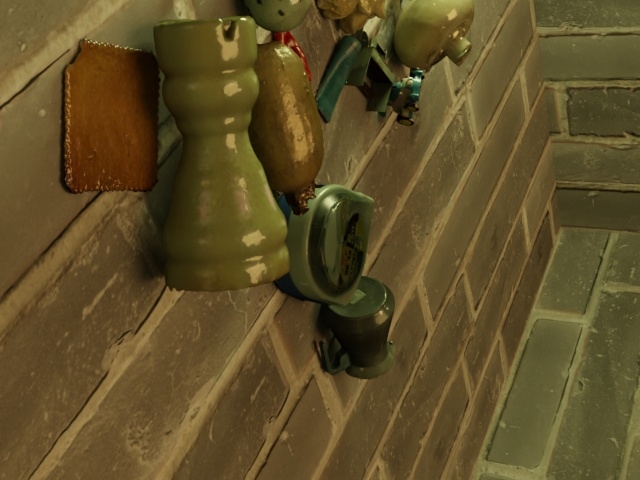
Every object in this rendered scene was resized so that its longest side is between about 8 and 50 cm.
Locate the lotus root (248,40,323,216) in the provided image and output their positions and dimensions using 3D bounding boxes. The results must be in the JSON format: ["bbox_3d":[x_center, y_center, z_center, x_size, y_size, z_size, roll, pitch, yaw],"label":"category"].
[{"bbox_3d":[-0.071,-0.213,1.793,0.169,0.151,0.343,-29,105,-58],"label":"lotus root"}]

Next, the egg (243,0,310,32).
[{"bbox_3d":[-0.086,-0.480,1.784,0.131,0.131,0.164,-42,124,-53],"label":"egg"}]

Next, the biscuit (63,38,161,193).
[{"bbox_3d":[-0.328,-0.194,1.487,0.232,0.013,0.237,-8,100,-62],"label":"biscuit"}]

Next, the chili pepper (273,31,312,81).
[{"bbox_3d":[-0.055,-0.373,1.943,0.059,0.050,0.191,-46,128,-28],"label":"chili pepper"}]

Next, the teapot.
[{"bbox_3d":[0.086,0.218,2.214,0.203,0.171,0.225,-30,134,-21],"label":"teapot"}]

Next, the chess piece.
[{"bbox_3d":[-0.173,-0.149,1.573,0.234,0.234,0.442,-27,117,-59],"label":"chess piece"}]

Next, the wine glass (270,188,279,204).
[{"bbox_3d":[-0.145,-0.062,1.801,0.155,0.072,0.072,-42,130,-53],"label":"wine glass"}]

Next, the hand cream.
[{"bbox_3d":[0.041,-0.382,2.148,0.083,0.048,0.224,51,56,-53],"label":"hand cream"}]

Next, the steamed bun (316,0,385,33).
[{"bbox_3d":[0.095,-0.631,2.106,0.295,0.137,0.292,-57,138,-39],"label":"steamed bun"}]

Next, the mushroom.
[{"bbox_3d":[0.305,-0.539,2.415,0.202,0.246,0.246,49,31,8],"label":"mushroom"}]

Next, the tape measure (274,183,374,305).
[{"bbox_3d":[0.002,0.000,2.022,0.262,0.138,0.259,25,71,-61],"label":"tape measure"}]

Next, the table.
[{"bbox_3d":[0.126,-0.423,2.276,0.146,0.062,0.175,37,65,-58],"label":"table"}]

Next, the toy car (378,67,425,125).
[{"bbox_3d":[0.204,-0.368,2.340,0.161,0.098,0.126,90,9,-80],"label":"toy car"}]
